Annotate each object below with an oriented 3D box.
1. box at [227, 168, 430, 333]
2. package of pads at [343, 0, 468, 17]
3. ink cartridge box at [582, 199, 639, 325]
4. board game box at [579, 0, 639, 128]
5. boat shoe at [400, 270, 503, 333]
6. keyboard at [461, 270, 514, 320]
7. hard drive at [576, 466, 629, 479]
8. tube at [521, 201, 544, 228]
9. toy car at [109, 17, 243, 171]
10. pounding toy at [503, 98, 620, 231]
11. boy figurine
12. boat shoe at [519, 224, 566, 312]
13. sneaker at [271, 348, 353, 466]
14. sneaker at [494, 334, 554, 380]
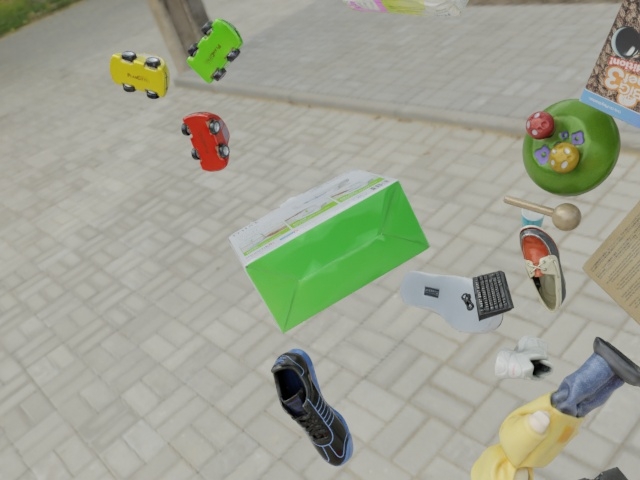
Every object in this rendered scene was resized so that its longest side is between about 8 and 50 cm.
[{"bbox_3d":[0.000,0.000,1.037,0.262,0.127,0.231,-30,16,-8],"label":"box"},{"bbox_3d":[0.165,-0.521,1.155,0.296,0.101,0.229,23,84,44],"label":"package of pads"},{"bbox_3d":[0.623,0.029,1.153,0.088,0.235,0.193,-8,49,-39],"label":"ink cartridge box"},{"bbox_3d":[0.565,-0.305,0.955,0.232,0.291,0.141,33,58,22],"label":"board game box"},{"bbox_3d":[0.366,0.161,1.656,0.156,0.136,0.367,11,0,-28],"label":"boat shoe"},{"bbox_3d":[0.366,0.121,1.437,0.108,0.023,0.180,-22,17,17],"label":"keyboard"},{"bbox_3d":[0.499,0.633,1.387,0.236,0.339,0.064,-4,41,-27],"label":"hard drive"},{"bbox_3d":[0.515,-0.018,1.580,0.052,0.207,0.080,6,62,17],"label":"tube"},{"bbox_3d":[-0.182,-0.246,0.971,0.225,0.239,0.053,-39,11,38],"label":"toy car"},{"bbox_3d":[0.428,-0.151,1.187,0.110,0.237,0.183,4,21,-45],"label":"pounding toy"},{"bbox_3d":[0.309,0.257,0.870,0.285,0.177,0.092,-50,54,10],"label":"boy figurine"},{"bbox_3d":[0.310,0.040,0.900,0.049,0.137,0.043,-5,36,38],"label":"boat shoe"},{"bbox_3d":[-0.021,0.312,1.166,0.081,0.232,0.090,-30,-4,22],"label":"sneaker"},{"bbox_3d":[0.521,0.300,1.577,0.115,0.090,0.232,12,16,38],"label":"sneaker"}]
